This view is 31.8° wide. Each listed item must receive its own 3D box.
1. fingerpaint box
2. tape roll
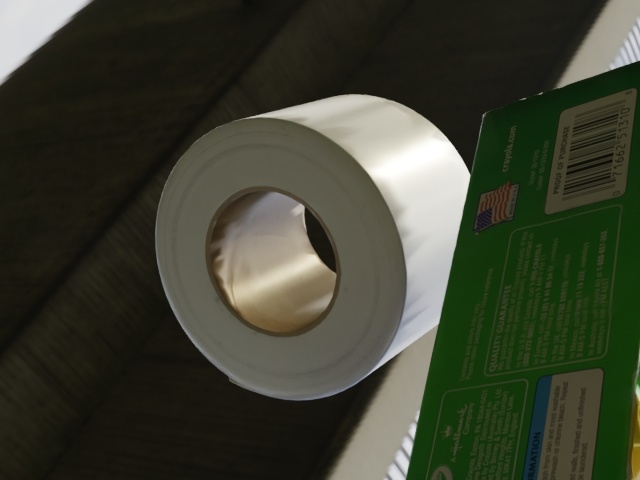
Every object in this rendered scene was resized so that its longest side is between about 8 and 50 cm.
[{"bbox_3d":[0.234,0.165,0.771,0.163,0.371,0.444,-16,-135,39],"label":"fingerpaint box"},{"bbox_3d":[0.000,0.000,0.995,0.246,0.246,0.169,-10,-173,31],"label":"tape roll"}]
